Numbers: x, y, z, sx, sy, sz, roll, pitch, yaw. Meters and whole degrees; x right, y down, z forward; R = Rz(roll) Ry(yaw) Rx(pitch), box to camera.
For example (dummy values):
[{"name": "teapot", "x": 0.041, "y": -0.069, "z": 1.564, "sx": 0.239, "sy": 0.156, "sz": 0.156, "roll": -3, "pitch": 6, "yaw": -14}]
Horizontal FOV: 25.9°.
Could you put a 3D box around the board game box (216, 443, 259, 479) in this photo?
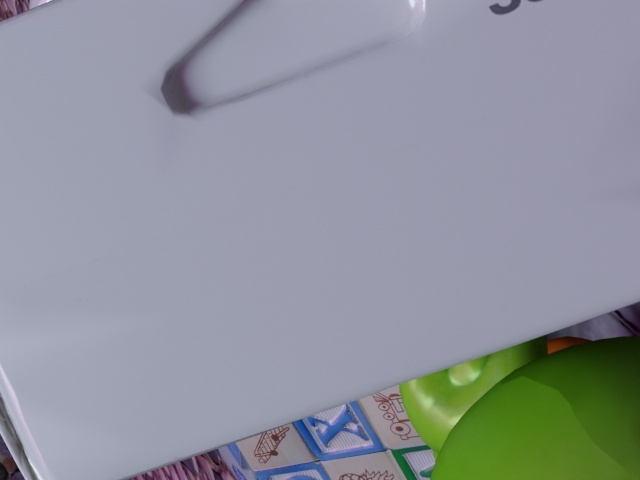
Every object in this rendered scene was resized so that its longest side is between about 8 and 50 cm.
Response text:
[{"name": "board game box", "x": -0.098, "y": 0.017, "z": 1.132, "sx": 0.254, "sy": 0.079, "sz": 0.336, "roll": 45, "pitch": 153, "yaw": 45}]

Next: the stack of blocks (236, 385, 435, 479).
[{"name": "stack of blocks", "x": 0.000, "y": 0.000, "z": 0.700, "sx": 0.171, "sy": 0.087, "sz": 0.297, "roll": -14, "pitch": 119, "yaw": 30}]

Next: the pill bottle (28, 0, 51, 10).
[{"name": "pill bottle", "x": -0.122, "y": -0.147, "z": 0.858, "sx": 0.193, "sy": 0.108, "sz": 0.108, "roll": -101, "pitch": -4, "yaw": -65}]

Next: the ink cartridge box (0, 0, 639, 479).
[{"name": "ink cartridge box", "x": 0.011, "y": -0.044, "z": 0.436, "sx": 0.273, "sy": 0.198, "sz": 0.115, "roll": -69, "pitch": -42, "yaw": -77}]

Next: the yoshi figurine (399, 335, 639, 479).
[{"name": "yoshi figurine", "x": 0.101, "y": 0.104, "z": 0.438, "sx": 0.362, "sy": 0.203, "sz": 0.203, "roll": -5, "pitch": -90, "yaw": -71}]
